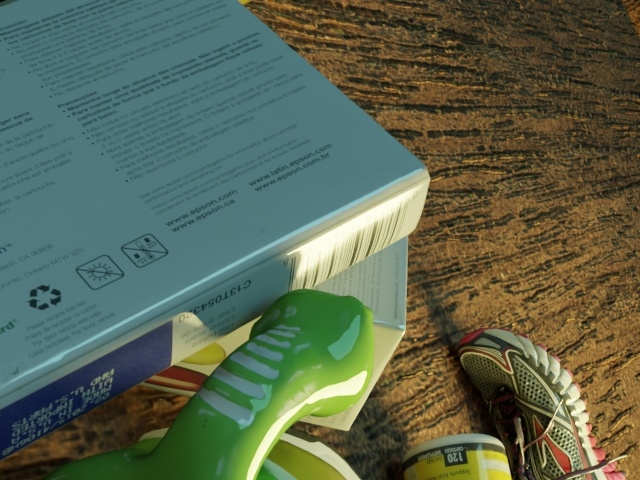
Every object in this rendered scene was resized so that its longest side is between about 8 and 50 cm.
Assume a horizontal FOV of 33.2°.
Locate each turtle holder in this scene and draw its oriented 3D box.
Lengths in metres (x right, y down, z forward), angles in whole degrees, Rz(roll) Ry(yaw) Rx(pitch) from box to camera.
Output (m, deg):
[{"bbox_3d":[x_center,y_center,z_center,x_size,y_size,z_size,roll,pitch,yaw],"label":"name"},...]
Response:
[{"bbox_3d":[-0.068,0.200,0.619,0.227,0.243,0.320,-11,91,-61],"label":"turtle holder"}]

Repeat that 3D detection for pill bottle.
[{"bbox_3d":[0.139,0.283,1.008,0.103,0.103,0.184,25,47,-45],"label":"pill bottle"}]

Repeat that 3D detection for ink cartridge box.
[{"bbox_3d":[-0.160,-0.058,0.660,0.324,0.071,0.330,-28,56,-29],"label":"ink cartridge box"}]

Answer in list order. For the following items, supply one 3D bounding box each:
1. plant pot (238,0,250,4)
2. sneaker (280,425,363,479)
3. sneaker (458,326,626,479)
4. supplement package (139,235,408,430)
[{"bbox_3d":[-0.148,-0.275,0.929,0.212,0.212,0.187,68,18,9],"label":"plant pot"},{"bbox_3d":[-0.011,0.266,0.796,0.295,0.123,0.178,42,28,-32],"label":"sneaker"},{"bbox_3d":[0.247,0.232,1.202,0.112,0.121,0.299,-30,84,-28],"label":"sneaker"},{"bbox_3d":[-0.074,0.023,0.759,0.244,0.139,0.134,13,48,-8],"label":"supplement package"}]
